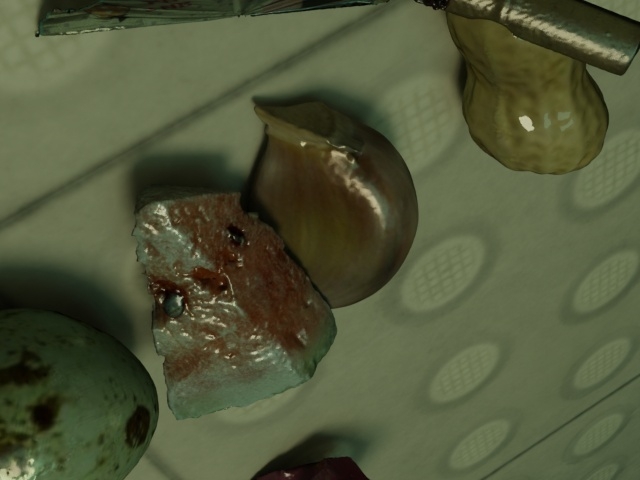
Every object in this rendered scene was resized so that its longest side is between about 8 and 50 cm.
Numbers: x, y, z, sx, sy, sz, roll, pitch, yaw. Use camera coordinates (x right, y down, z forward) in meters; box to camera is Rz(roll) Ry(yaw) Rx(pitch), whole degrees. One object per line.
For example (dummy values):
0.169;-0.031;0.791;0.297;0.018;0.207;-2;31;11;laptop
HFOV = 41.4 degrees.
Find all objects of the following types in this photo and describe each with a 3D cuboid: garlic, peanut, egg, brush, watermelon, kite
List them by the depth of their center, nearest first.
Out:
-0.040;-0.163;0.461;0.335;0.012;0.314;-13;175;36;kite
0.113;-0.171;0.598;0.247;0.036;0.043;19;124;-6;brush
-0.221;0.138;0.661;0.169;0.169;0.231;-51;151;17;egg
-0.084;0.043;0.707;0.154;0.094;0.241;-12;129;11;watermelon
0.171;-0.142;0.716;0.123;0.123;0.257;-38;139;2;peanut
0.001;0.005;0.759;0.128;0.148;0.267;-46;159;-58;garlic

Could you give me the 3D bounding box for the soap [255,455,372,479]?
-0.041;0.399;1.050;0.289;0.182;0.112;-52;141;10;soap
